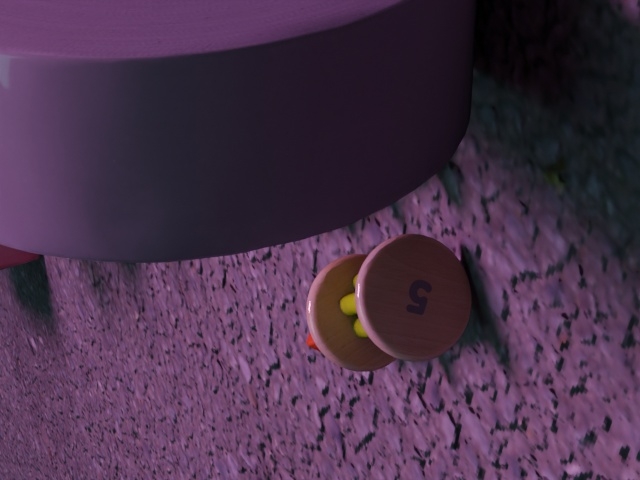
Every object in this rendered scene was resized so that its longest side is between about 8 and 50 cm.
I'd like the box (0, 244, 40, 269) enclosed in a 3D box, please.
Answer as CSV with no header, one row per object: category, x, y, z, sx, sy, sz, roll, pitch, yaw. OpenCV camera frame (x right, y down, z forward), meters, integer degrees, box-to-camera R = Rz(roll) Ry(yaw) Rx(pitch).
box,-0.345,-0.082,1.198,0.127,0.149,0.232,19,122,60

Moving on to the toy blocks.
toy blocks,0.000,0.000,0.645,0.148,0.054,0.123,-17,90,65

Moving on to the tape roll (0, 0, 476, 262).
tape roll,-0.054,-0.080,0.509,0.219,0.219,0.072,42,141,48
